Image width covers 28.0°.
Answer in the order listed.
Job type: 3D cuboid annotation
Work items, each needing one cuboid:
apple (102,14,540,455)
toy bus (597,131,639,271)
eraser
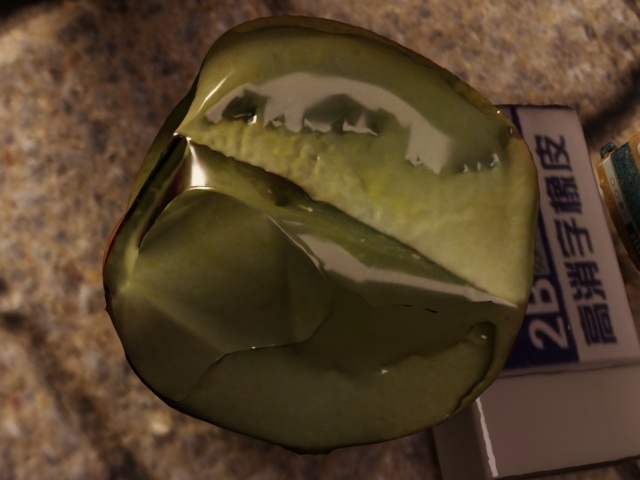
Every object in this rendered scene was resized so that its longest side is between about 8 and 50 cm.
[{"bbox_3d":[0.000,0.000,0.631,0.188,0.174,0.207,24,73,-9],"label":"apple"},{"bbox_3d":[0.266,-0.039,0.816,0.182,0.103,0.091,-11,75,-34],"label":"toy bus"},{"bbox_3d":[0.110,0.030,0.736,0.125,0.068,0.210,-2,71,-28],"label":"eraser"}]
